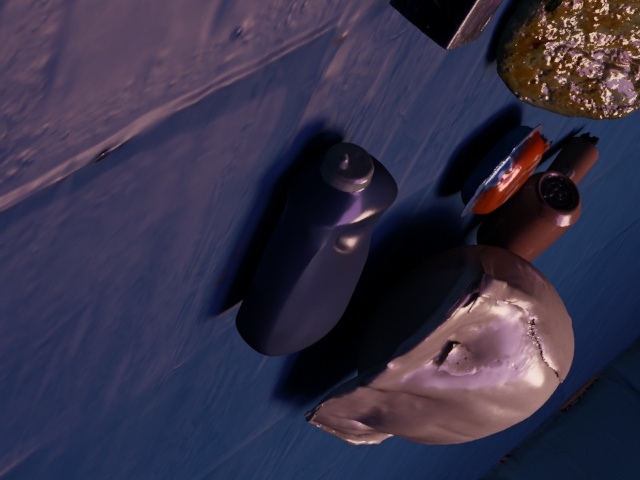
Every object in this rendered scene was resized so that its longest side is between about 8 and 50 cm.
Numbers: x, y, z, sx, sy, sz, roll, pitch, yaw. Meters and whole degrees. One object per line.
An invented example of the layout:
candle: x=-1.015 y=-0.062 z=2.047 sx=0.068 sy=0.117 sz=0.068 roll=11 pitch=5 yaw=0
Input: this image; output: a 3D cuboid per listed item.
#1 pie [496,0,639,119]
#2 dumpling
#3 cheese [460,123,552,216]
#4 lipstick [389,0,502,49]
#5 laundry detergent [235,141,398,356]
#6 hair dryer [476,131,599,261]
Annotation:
pie: x=0.221 y=-0.160 z=1.305 sx=0.186 sy=0.041 sz=0.187 roll=-8 pitch=143 yaw=-6
dumpling: x=0.110 y=0.116 z=1.615 sx=0.260 sy=0.181 sz=0.341 roll=-36 pitch=-173 yaw=10
cheese: x=0.172 y=-0.062 z=1.568 sx=0.106 sy=0.037 sz=0.256 roll=-48 pitch=171 yaw=10
lipstick: x=0.140 y=-0.246 z=0.980 sx=0.051 sy=0.051 sz=0.312 roll=-23 pitch=152 yaw=-53
laundry detergent: x=-0.001 y=-0.001 z=1.206 sx=0.096 sy=0.061 sz=0.206 roll=-28 pitch=157 yaw=-31
hair dryer: x=0.234 y=-0.057 z=1.716 sx=0.182 sy=0.064 sz=0.117 roll=-50 pitch=-179 yaw=-37
